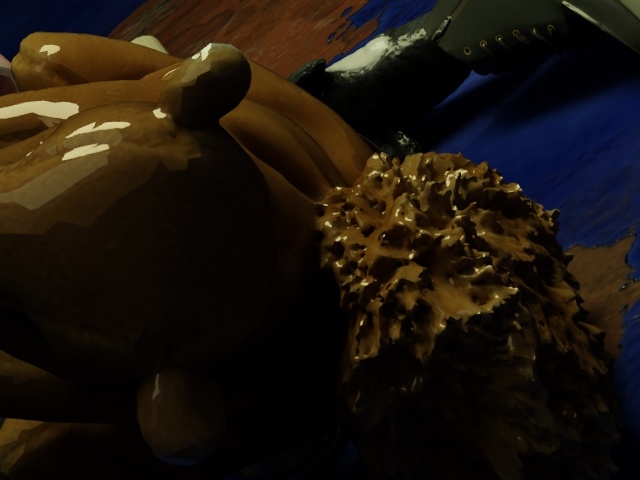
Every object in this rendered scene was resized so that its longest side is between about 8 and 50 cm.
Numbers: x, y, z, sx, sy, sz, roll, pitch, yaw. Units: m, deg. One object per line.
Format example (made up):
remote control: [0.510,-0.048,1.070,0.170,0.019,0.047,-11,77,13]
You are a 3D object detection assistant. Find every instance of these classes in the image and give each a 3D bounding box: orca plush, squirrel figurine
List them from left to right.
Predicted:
squirrel figurine: [-0.028,0.013,0.978,0.370,0.397,0.281,94,-174,-83]
orca plush: [0.075,-0.104,1.497,0.287,0.102,0.151,-26,-22,10]

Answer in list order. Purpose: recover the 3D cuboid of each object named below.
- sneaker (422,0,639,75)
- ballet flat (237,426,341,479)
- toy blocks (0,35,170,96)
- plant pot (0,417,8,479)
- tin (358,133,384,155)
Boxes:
sneaker: [0.173,-0.153,1.357,0.222,0.083,0.118,42,108,43]
ballet flat: [-0.089,0.091,1.307,0.107,0.106,0.316,-48,21,-20]
toy blocks: [-0.228,0.003,1.530,0.260,0.289,0.309,52,121,35]
plant pot: [-0.212,0.211,1.197,0.187,0.167,0.188,-33,21,18]
tin: [0.000,0.000,1.335,0.040,0.106,0.189,-21,27,42]
